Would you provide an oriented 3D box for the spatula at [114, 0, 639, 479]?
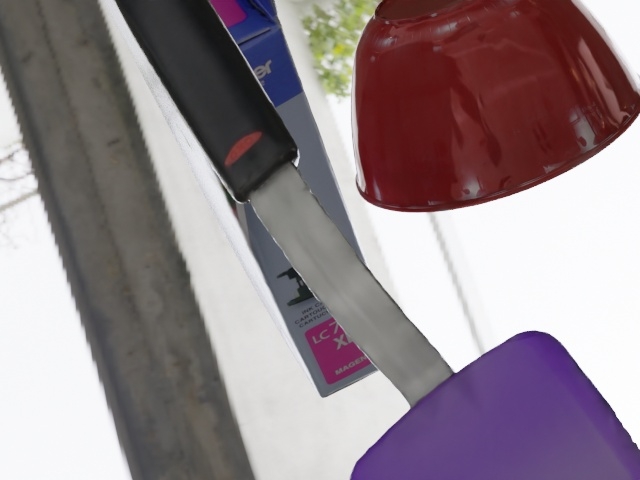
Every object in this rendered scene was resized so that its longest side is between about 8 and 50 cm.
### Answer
[{"bbox_3d":[0.000,0.000,0.373,0.084,0.030,0.296,-41,-118,14],"label":"spatula"}]

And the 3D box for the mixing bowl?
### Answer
[{"bbox_3d":[0.088,-0.104,0.713,0.181,0.181,0.098,-14,-65,23],"label":"mixing bowl"}]

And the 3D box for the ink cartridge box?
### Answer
[{"bbox_3d":[-0.051,-0.072,0.630,0.065,0.311,0.186,-27,-130,-7],"label":"ink cartridge box"}]
